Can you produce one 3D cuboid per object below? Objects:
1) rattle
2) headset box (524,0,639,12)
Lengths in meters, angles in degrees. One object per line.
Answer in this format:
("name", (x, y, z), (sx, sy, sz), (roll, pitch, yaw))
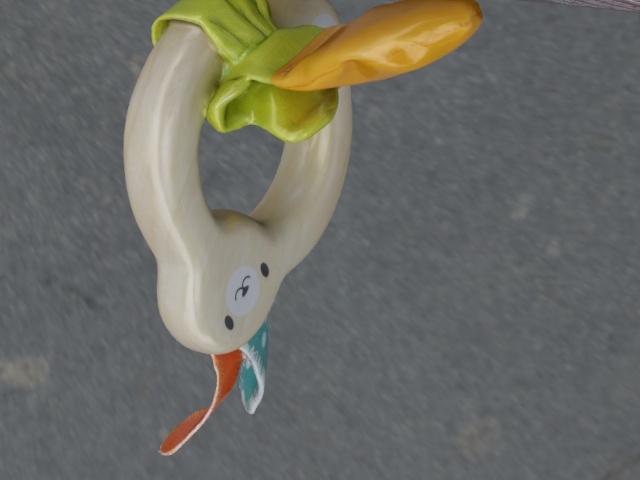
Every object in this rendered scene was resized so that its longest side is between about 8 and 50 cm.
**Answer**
("rattle", (0.000, 0.000, 0.786), (0.142, 0.130, 0.200), (7, 95, 21))
("headset box", (0.119, -0.223, 0.915), (0.110, 0.293, 0.218), (10, 95, -28))
